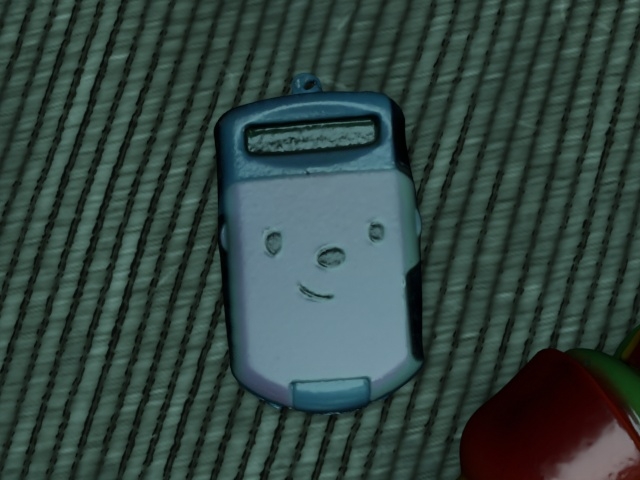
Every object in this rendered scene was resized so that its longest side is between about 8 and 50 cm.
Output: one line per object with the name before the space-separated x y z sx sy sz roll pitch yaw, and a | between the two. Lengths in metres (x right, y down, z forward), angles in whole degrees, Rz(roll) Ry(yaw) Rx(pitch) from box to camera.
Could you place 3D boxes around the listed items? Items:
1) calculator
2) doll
calculator | 0.000 0.000 1.494 0.173 0.051 0.293 -5 79 4
doll | 0.200 0.173 1.387 0.363 0.160 0.182 -40 35 -3
